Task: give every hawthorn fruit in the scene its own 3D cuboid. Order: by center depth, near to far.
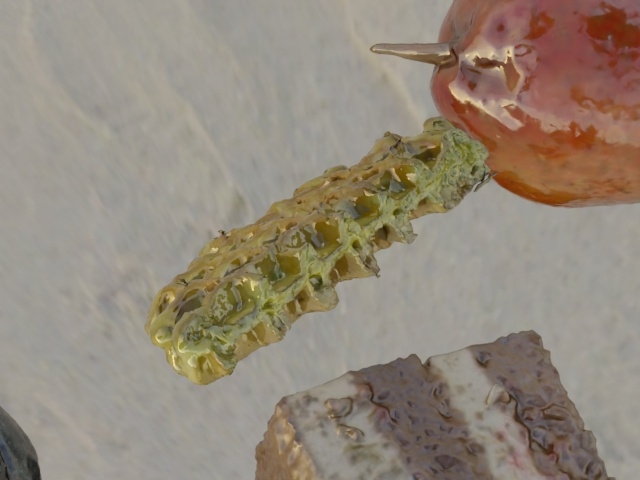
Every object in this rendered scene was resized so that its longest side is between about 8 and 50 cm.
[{"bbox_3d":[0.164,-0.120,1.258,0.262,0.210,0.211,-4,79,-27],"label":"hawthorn fruit"}]

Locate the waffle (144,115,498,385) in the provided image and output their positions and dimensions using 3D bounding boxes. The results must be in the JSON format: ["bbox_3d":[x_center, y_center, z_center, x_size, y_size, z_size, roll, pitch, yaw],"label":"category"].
[{"bbox_3d":[0.000,0.000,0.879,0.192,0.160,0.046,-29,102,-1],"label":"waffle"}]

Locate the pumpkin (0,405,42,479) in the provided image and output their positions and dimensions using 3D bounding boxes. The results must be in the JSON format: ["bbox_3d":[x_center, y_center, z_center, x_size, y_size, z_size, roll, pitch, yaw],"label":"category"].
[{"bbox_3d":[-0.291,0.176,1.177,0.220,0.220,0.162,-12,91,-1],"label":"pumpkin"}]

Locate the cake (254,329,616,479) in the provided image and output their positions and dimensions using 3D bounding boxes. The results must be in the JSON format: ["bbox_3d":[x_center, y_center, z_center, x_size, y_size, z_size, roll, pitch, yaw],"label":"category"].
[{"bbox_3d":[0.104,0.269,1.637,0.290,0.282,0.256,-13,54,-22],"label":"cake"}]
